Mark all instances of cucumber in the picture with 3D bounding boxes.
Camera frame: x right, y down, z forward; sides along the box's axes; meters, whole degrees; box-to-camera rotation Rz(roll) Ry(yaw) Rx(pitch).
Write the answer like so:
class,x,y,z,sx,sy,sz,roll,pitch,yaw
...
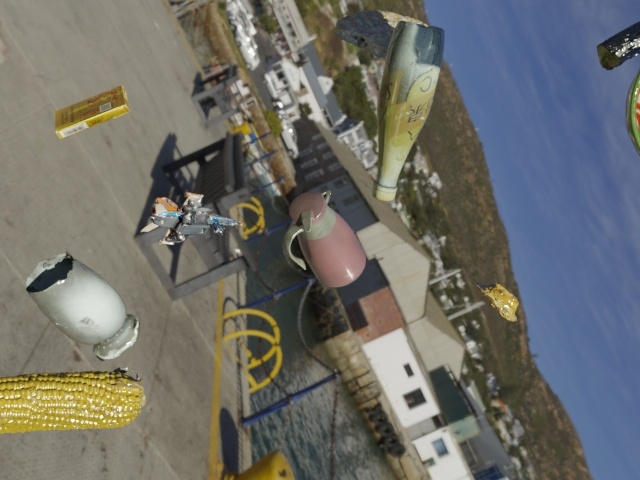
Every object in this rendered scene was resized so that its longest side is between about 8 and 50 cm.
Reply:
class,x,y,z,sx,sy,sz,roll,pitch,yaw
cucumber,0.808,-0.502,1.276,0.081,0.304,0.072,47,21,-52

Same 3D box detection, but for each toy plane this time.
class,x,y,z,sx,sy,sz,roll,pitch,yaw
toy plane,-0.214,-0.030,0.965,0.189,0.135,0.062,14,43,-35

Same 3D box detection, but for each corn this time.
class,x,y,z,sx,sy,sz,roll,pitch,yaw
corn,-0.430,0.258,0.884,0.293,0.106,0.106,10,43,-37

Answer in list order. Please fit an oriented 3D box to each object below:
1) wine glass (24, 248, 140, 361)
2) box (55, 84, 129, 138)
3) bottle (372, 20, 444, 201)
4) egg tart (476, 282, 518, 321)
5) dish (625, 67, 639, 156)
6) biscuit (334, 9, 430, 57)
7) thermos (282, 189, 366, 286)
class,x,y,z,sx,sy,sz,roll,pitch,yaw
wine glass,-0.409,0.117,0.954,0.111,0.111,0.204,-112,177,-50
box,-0.486,-0.274,1.164,0.022,0.157,0.089,72,-8,-50
bottle,0.123,-0.190,0.837,0.083,0.083,0.269,-109,-152,-67
egg tart,0.429,0.137,1.310,0.129,0.049,0.128,37,15,-12
dish,0.762,-0.268,1.104,0.124,0.325,0.324,-73,138,-81
biscuit,0.162,-0.506,1.345,0.040,0.266,0.188,105,-20,-51
thermos,0.000,0.000,1.351,0.146,0.176,0.265,32,-15,36
